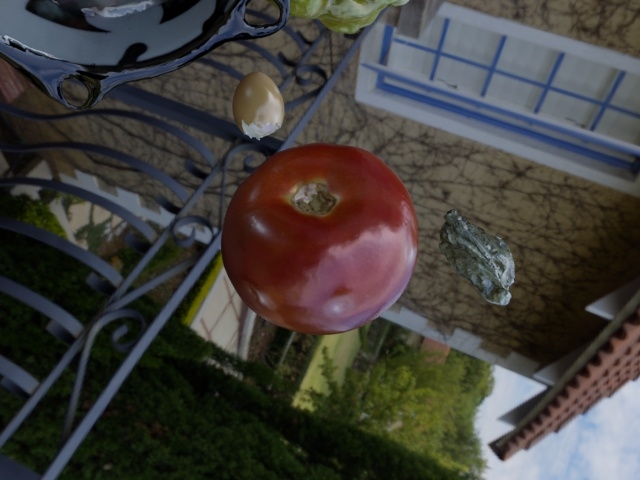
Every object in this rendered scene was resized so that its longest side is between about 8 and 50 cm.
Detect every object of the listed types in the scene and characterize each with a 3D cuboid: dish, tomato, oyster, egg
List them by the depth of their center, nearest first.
[{"bbox_3d":[-0.165,-0.260,0.428,0.120,0.303,0.303,-103,-164,-46],"label":"dish"},{"bbox_3d":[0.000,0.000,0.569,0.136,0.195,0.195,85,28,-51],"label":"tomato"},{"bbox_3d":[0.218,0.016,0.838,0.064,0.125,0.177,-63,178,25],"label":"oyster"},{"bbox_3d":[-0.096,-0.207,0.914,0.080,0.080,0.096,15,60,-77],"label":"egg"}]

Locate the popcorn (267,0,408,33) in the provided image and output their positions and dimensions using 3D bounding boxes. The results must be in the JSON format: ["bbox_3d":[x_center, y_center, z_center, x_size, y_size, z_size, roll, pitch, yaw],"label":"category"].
[{"bbox_3d":[0.009,-0.398,0.621,0.292,0.293,0.334,-23,108,-43],"label":"popcorn"}]
